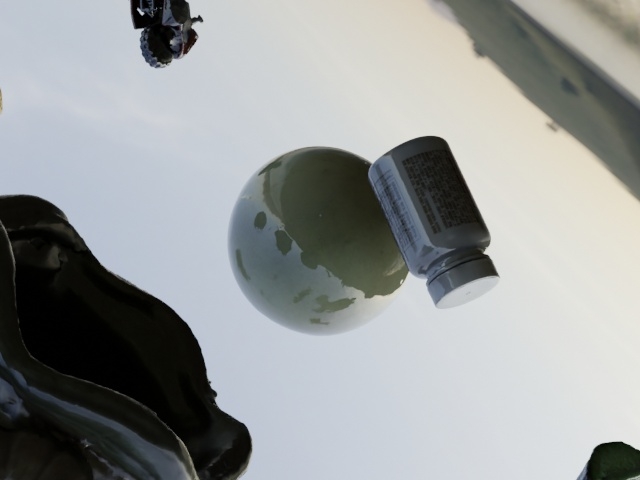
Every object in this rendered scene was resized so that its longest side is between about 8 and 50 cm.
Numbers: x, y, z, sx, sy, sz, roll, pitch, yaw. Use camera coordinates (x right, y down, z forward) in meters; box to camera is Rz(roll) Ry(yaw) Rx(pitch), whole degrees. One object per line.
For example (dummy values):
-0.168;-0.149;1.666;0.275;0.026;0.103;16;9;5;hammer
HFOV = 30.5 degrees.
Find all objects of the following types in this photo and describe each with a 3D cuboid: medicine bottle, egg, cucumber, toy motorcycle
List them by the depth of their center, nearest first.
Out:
0.102;-0.015;1.033;0.079;0.079;0.140;14;-132;-59;medicine bottle
0.319;0.303;1.326;0.115;0.193;0.086;-5;-135;-5;cucumber
0.000;0.000;1.363;0.219;0.219;0.269;37;179;-8;egg
-0.230;-0.361;1.753;0.082;0.213;0.122;-3;180;21;toy motorcycle

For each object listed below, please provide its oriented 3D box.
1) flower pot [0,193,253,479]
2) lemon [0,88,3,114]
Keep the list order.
-0.213;0.122;0.801;0.302;0.213;0.302;46;-173;-7;flower pot
-0.422;-0.151;1.316;0.114;0.114;0.155;38;-147;-5;lemon
